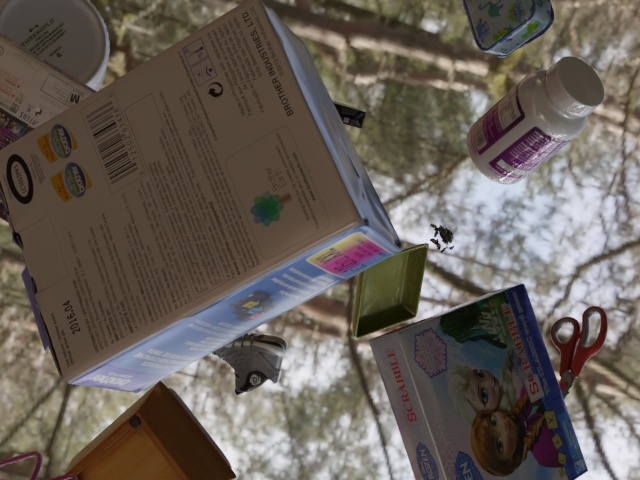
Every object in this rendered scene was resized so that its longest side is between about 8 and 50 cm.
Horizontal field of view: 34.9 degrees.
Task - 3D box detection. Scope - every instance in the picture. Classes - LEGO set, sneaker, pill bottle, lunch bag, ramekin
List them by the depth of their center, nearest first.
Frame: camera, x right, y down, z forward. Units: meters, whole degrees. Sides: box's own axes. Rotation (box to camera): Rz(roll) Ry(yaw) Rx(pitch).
[{"bbox_3d":[0.206,-0.006,1.686,0.023,0.054,0.083,-43,-162,24],"label":"LEGO set"},{"bbox_3d":[-0.531,-0.373,1.964,0.127,0.273,0.272,-6,-113,63],"label":"ramekin"},{"bbox_3d":[-0.188,0.251,2.099,0.086,0.229,0.132,-20,118,-73],"label":"sneaker"},{"bbox_3d":[0.382,-0.505,2.127,0.176,0.090,0.218,-33,-119,41],"label":"lunch bag"},{"bbox_3d":[0.462,-0.259,2.188,0.301,0.169,0.169,-43,-148,50],"label":"pill bottle"}]

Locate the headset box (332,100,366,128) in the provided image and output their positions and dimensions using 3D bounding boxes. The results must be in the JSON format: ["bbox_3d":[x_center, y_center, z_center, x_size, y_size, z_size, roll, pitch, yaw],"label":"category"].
[{"bbox_3d":[0.037,-0.223,1.784,0.083,0.062,0.032,-129,-126,-70],"label":"headset box"}]

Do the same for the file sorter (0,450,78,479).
[{"bbox_3d":[-0.386,0.465,1.509,0.202,0.291,0.182,-21,-142,38],"label":"file sorter"}]

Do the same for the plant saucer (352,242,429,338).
[{"bbox_3d":[0.138,0.098,2.171,0.045,0.188,0.188,32,-54,41],"label":"plant saucer"}]

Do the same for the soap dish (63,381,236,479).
[{"bbox_3d":[-0.329,0.434,1.906,0.291,0.229,0.118,-42,173,27],"label":"soap dish"}]

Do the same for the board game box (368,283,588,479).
[{"bbox_3d":[0.245,0.252,1.527,0.066,0.318,0.318,-22,-94,46],"label":"board game box"}]

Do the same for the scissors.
[{"bbox_3d":[0.430,0.234,1.744,0.109,0.021,0.297,-14,-141,35],"label":"scissors"}]

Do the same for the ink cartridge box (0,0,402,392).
[{"bbox_3d":[-0.156,-0.024,1.034,0.270,0.396,0.151,66,12,21],"label":"ink cartridge box"}]

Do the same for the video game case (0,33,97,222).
[{"bbox_3d":[-0.440,-0.162,1.351,0.210,0.232,0.042,-60,177,6],"label":"video game case"}]
